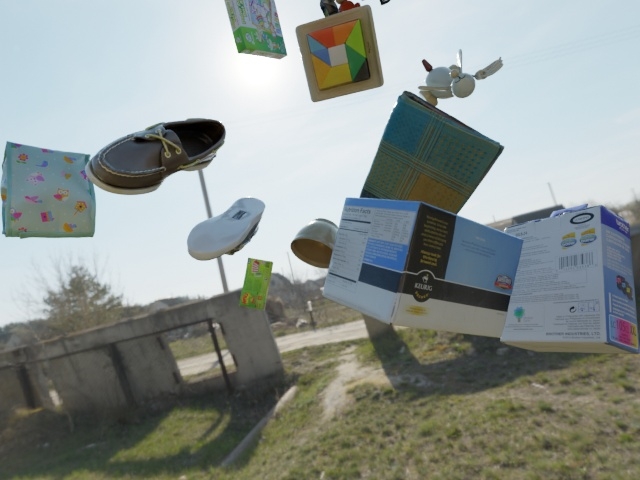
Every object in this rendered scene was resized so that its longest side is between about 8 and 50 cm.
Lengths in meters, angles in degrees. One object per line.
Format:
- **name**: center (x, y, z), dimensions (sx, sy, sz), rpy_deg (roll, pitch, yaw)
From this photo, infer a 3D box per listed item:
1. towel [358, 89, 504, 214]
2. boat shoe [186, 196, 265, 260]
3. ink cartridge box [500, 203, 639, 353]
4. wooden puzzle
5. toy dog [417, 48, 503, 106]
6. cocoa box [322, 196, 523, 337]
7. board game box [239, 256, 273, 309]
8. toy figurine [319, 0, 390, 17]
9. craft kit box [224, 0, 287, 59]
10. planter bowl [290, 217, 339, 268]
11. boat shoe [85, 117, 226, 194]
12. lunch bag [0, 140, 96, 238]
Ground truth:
- **towel**: center (0.260, -0.170, 1.088), dimensions (0.040, 0.271, 0.370), rpy_deg (-47, -15, -35)
- **boat shoe**: center (-0.227, -0.011, 1.040), dimensions (0.108, 0.102, 0.301), rpy_deg (18, 30, 7)
- **ink cartridge box**: center (0.631, 0.081, 1.091), dimensions (0.151, 0.395, 0.270), rpy_deg (19, -20, -28)
- **wooden puzzle**: center (0.052, -0.536, 1.227), dimensions (0.239, 0.221, 0.044), rpy_deg (-6, 22, 23)
- **toy dog**: center (0.415, -0.552, 1.405), dimensions (0.220, 0.161, 0.334), rpy_deg (-44, 13, -8)
- **cocoa box**: center (0.222, 0.057, 0.904), dimensions (0.347, 0.228, 0.231), rpy_deg (14, -1, -34)
- **board game box**: center (-0.238, 0.160, 1.564), dimensions (0.092, 0.181, 0.043), rpy_deg (9, -7, 3)
- **toy figurine**: center (0.099, -0.793, 1.335), dimensions (0.213, 0.148, 0.209), rpy_deg (-22, 6, 39)
- **craft kit box**: center (-0.252, -0.850, 1.642), dimensions (0.061, 0.250, 0.247), rpy_deg (-8, 9, 40)
- **planter bowl**: center (0.000, 0.000, 1.312), dimensions (0.162, 0.109, 0.162), rpy_deg (16, -32, 10)
- **boat shoe**: center (-0.304, -0.178, 0.828), dimensions (0.097, 0.116, 0.324), rpy_deg (-39, 1, 31)
- **lunch bag**: center (-0.774, -0.123, 1.201), dimensions (0.223, 0.262, 0.160), rpy_deg (1, -24, -42)
